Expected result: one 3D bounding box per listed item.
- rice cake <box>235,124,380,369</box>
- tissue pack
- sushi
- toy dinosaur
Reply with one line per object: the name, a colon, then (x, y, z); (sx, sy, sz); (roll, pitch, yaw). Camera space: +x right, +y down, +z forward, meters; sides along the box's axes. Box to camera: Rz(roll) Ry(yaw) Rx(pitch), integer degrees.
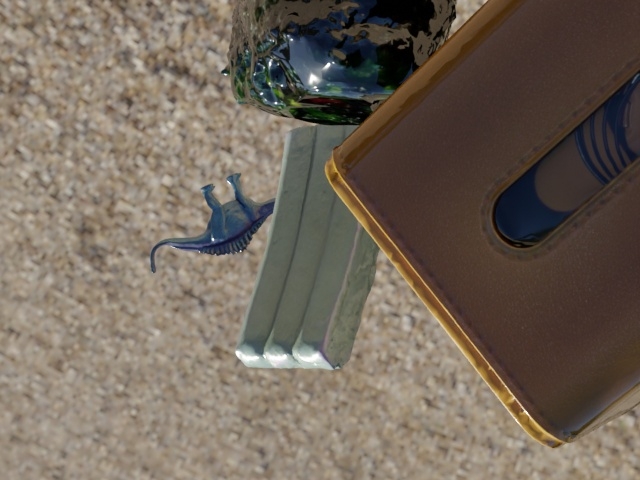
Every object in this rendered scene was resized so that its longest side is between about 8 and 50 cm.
rice cake: (0.000, 0.000, 1.110); (0.127, 0.237, 0.043); (-9, 150, 45)
tissue pack: (0.170, -0.057, 0.623); (0.274, 0.145, 0.194); (-44, 76, 22)
sushi: (0.007, -0.138, 0.841); (0.124, 0.127, 0.225); (11, 179, -17)
toy dinosaur: (-0.099, -0.025, 1.394); (0.045, 0.197, 0.080); (-137, 22, -87)
